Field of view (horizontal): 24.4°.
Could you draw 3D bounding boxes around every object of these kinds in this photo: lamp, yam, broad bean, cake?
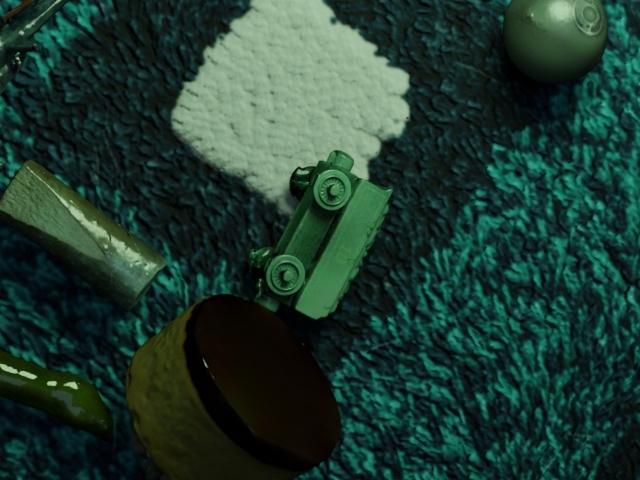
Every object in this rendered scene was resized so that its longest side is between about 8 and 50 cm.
[{"bbox_3d":[0.230,-0.206,1.452,0.105,0.105,0.105,0,92,-11],"label":"lamp"},{"bbox_3d":[-0.224,-0.004,1.387,0.169,0.068,0.068,37,85,-11],"label":"yam"},{"bbox_3d":[-0.305,0.125,1.388,0.256,0.052,0.053,23,129,-14],"label":"broad bean"},{"bbox_3d":[-0.105,0.167,1.364,0.178,0.208,0.185,-40,102,20],"label":"cake"}]

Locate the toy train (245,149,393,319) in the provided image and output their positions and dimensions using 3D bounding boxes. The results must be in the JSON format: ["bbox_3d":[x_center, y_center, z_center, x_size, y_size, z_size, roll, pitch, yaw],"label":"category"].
[{"bbox_3d":[0.000,0.000,1.434,0.099,0.070,0.172,29,87,-21],"label":"toy train"}]

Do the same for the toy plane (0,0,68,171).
[{"bbox_3d":[-0.327,-0.142,1.343,0.326,0.104,0.223,-39,126,-11],"label":"toy plane"}]
